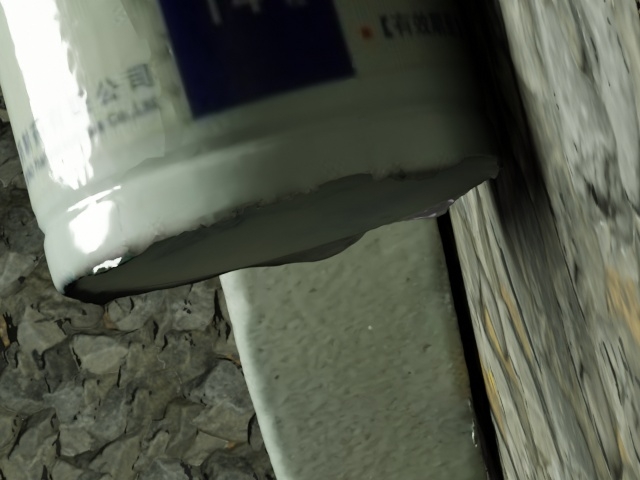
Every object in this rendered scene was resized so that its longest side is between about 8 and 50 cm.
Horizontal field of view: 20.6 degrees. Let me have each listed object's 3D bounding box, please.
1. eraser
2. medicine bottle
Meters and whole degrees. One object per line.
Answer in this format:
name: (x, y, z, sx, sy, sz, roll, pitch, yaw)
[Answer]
eraser: (0.000, 0.000, 1.188, 0.331, 0.150, 0.331, -14, -90, -90)
medicine bottle: (-0.058, -0.157, 0.725, 0.190, 0.190, 0.332, 82, 173, -83)
